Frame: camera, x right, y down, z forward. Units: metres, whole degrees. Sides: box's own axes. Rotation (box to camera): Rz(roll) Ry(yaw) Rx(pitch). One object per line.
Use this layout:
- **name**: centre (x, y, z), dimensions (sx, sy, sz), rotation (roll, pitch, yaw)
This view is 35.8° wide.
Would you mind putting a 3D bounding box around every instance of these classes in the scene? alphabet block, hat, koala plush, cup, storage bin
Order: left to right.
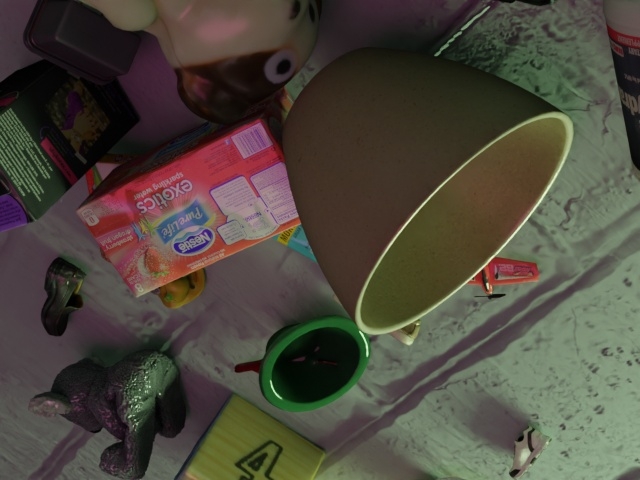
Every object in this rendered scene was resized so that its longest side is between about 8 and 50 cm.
- **storage bin**: centre (-0.299, -0.268, 1.291), dimensions (0.135, 0.098, 0.091), rotation (25, 174, -34)
- **koala plush**: centre (-0.374, 0.270, 1.722), dimensions (0.221, 0.196, 0.203), rotation (9, 116, 21)
- **alphabet block**: centre (-0.141, 0.420, 1.706), dimensions (0.197, 0.193, 0.192), rotation (34, 133, -1)
- **hat**: centre (-0.049, 0.155, 1.574), dimensions (0.208, 0.183, 0.173), rotation (-27, 125, -7)
- **cup**: centre (0.091, -0.088, 1.160), dimensions (0.237, 0.331, 0.331), rotation (45, 136, 23)

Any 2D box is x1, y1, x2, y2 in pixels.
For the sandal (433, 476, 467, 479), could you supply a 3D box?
- **sandal**: centre (0.173, 0.465, 1.664), dimensions (0.265, 0.076, 0.102), rotation (-38, 81, 29)

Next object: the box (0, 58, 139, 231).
- **box**: centre (-0.403, -0.139, 1.355), dimensions (0.165, 0.270, 0.143), rotation (-13, 118, 33)

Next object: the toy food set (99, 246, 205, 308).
- **toy food set**: centre (-0.285, 0.031, 1.562), dimensions (0.218, 0.071, 0.128), rotation (45, 131, -10)

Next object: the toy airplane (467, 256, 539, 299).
- **toy airplane**: centre (0.217, 0.018, 1.337), dimensions (0.151, 0.028, 0.151), rotation (12, 128, 16)

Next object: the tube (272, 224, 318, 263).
- **tube**: centre (0.000, 0.000, 1.417), dimensions (0.207, 0.052, 0.080), rotation (32, 101, 3)

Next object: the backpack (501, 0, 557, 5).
- **backpack**: centre (0.164, -0.328, 0.953), dimensions (0.225, 0.253, 0.191), rotation (29, 112, 5)

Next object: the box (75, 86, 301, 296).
- **box**: centre (-0.149, -0.065, 1.329), dimensions (0.300, 0.142, 0.154), rotation (-24, 110, 21)

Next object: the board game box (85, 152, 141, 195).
- **board game box**: centre (-0.222, -0.064, 1.454), dimensions (0.259, 0.039, 0.124), rotation (6, 126, 11)

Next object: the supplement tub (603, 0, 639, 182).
- **supplement tub**: centre (0.404, -0.152, 1.008), dimensions (0.191, 0.191, 0.272), rotation (-4, 122, 28)

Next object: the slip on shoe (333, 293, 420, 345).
- **slip on shoe**: centre (0.084, 0.104, 1.461), dimensions (0.135, 0.051, 0.041), rotation (30, 93, 13)

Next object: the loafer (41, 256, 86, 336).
- **loafer**: centre (-0.439, 0.107, 1.704), dimensions (0.061, 0.062, 0.170), rotation (20, 132, 5)

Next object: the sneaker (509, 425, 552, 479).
- **sneaker**: centre (0.314, 0.324, 1.521), dimensions (0.043, 0.040, 0.109), rotation (37, 130, 18)

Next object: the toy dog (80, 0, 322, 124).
- **toy dog**: centre (-0.186, -0.316, 1.118), dimensions (0.408, 0.284, 0.395), rotation (38, 147, -5)
